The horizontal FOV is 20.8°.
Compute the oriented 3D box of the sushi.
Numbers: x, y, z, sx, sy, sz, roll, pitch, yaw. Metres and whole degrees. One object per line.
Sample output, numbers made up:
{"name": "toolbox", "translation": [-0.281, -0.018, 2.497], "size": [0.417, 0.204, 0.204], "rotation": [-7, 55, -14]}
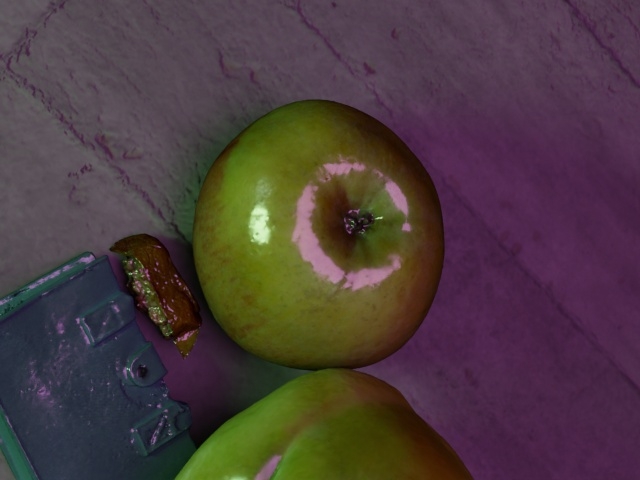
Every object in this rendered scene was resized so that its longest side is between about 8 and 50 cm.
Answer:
{"name": "sushi", "translation": [-0.151, 0.051, 1.642], "size": [0.055, 0.052, 0.120], "rotation": [-35, 106, -23]}

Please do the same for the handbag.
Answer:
{"name": "handbag", "translation": [-0.215, 0.142, 1.604], "size": [0.179, 0.062, 0.229], "rotation": [-30, 107, -27]}

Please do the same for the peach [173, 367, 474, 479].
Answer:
{"name": "peach", "translation": [0.014, 0.289, 1.597], "size": [0.314, 0.281, 0.315], "rotation": [-56, 138, -2]}

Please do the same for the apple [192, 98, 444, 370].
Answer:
{"name": "apple", "translation": [0.000, 0.000, 1.643], "size": [0.261, 0.194, 0.260], "rotation": [2, 86, -23]}
